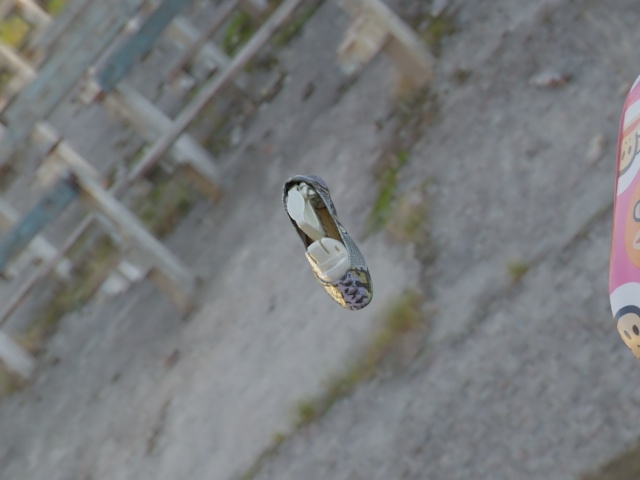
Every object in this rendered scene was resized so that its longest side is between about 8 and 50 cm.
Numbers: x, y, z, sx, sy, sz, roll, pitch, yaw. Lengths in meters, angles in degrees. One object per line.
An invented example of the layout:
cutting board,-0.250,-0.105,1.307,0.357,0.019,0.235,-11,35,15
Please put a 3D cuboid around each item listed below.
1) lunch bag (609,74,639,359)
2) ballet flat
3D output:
lunch bag,0.308,0.023,0.956,0.120,0.293,0.258,-42,31,56
ballet flat,0.000,0.000,1.170,0.041,0.041,0.114,-42,58,30
